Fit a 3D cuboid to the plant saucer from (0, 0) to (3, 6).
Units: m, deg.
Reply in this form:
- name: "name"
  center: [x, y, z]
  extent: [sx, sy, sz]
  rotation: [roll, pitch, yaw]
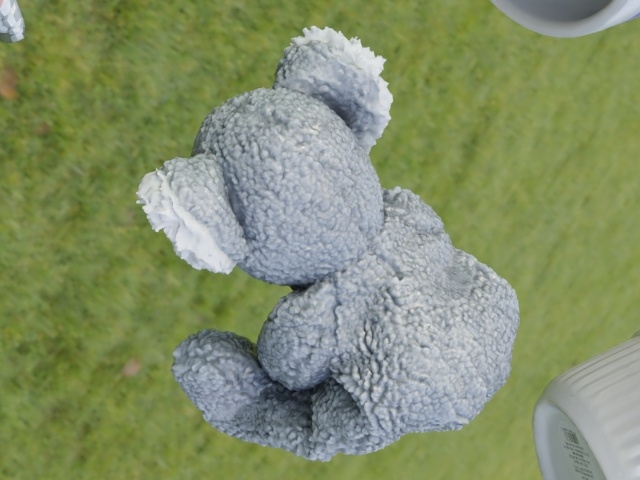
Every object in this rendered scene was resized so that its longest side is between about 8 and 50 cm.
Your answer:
- name: "plant saucer"
  center: [-0.317, -0.288, 1.007]
  extent: [0.258, 0.048, 0.259]
  rotation: [52, 44, -47]

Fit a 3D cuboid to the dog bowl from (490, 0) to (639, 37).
- name: "dog bowl"
  center: [0.179, -0.277, 0.913]
  extent: [0.104, 0.265, 0.264]
  rotation: [-19, 143, -22]

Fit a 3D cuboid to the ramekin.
- name: "ramekin"
  center: [0.232, 0.169, 0.952]
  extent: [0.109, 0.207, 0.207]
  rotation: [-19, 147, -8]

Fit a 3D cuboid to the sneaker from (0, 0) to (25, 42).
- name: "sneaker"
  center: [-0.392, -0.262, 1.405]
  extent: [0.132, 0.086, 0.228]
  rotation: [-22, 160, -7]

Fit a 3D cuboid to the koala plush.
- name: "koala plush"
  center: [0.000, 0.000, 0.802]
  extent: [0.196, 0.203, 0.221]
  rotation: [-41, 121, -24]
